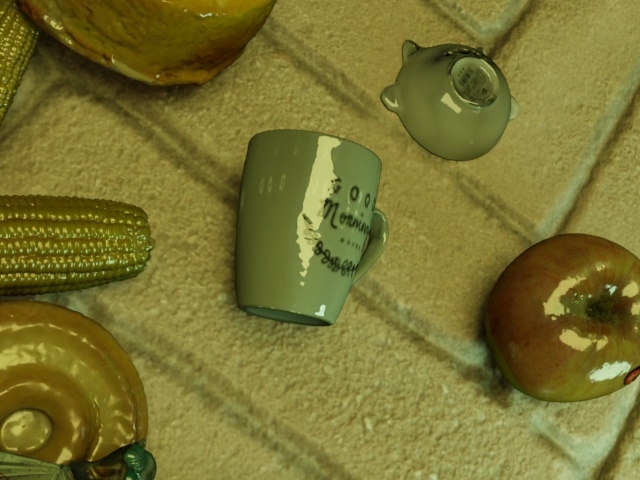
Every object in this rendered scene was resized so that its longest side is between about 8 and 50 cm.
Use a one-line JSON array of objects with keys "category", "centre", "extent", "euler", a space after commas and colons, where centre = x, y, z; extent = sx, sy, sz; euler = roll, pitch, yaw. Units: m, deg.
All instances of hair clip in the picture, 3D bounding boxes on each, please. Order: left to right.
[{"category": "hair clip", "centre": [-0.212, 0.393, 0.949], "extent": [0.096, 0.110, 0.358], "euler": [-11, 100, -29]}]

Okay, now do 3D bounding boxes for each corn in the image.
[{"category": "corn", "centre": [-0.429, -0.236, 1.117], "extent": [0.086, 0.086, 0.288], "euler": [21, 64, -13]}, {"category": "corn", "centre": [-0.366, 0.008, 1.011], "extent": [0.344, 0.131, 0.131], "euler": [-1, 73, -39]}]

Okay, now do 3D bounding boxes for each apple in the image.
[{"category": "apple", "centre": [0.367, 0.114, 1.241], "extent": [0.261, 0.194, 0.260], "euler": [5, 72, -16]}]

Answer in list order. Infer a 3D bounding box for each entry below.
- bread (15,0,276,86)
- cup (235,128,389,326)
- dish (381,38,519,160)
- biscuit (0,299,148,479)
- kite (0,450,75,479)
[{"category": "bread", "centre": [-0.237, -0.403, 1.145], "extent": [0.398, 0.215, 0.398], "euler": [14, 64, -31]}, {"category": "cup", "centre": [0.000, 0.000, 1.168], "extent": [0.258, 0.186, 0.234], "euler": [20, 74, -43]}, {"category": "dish", "centre": [0.224, -0.249, 1.358], "extent": [0.236, 0.086, 0.228], "euler": [-24, 83, -25]}, {"category": "biscuit", "centre": [-0.339, 0.214, 0.966], "extent": [0.296, 0.102, 0.296], "euler": [1, 89, -31]}, {"category": "kite", "centre": [-0.337, 0.346, 0.915], "extent": [0.314, 0.011, 0.335], "euler": [-21, 113, -29]}]
